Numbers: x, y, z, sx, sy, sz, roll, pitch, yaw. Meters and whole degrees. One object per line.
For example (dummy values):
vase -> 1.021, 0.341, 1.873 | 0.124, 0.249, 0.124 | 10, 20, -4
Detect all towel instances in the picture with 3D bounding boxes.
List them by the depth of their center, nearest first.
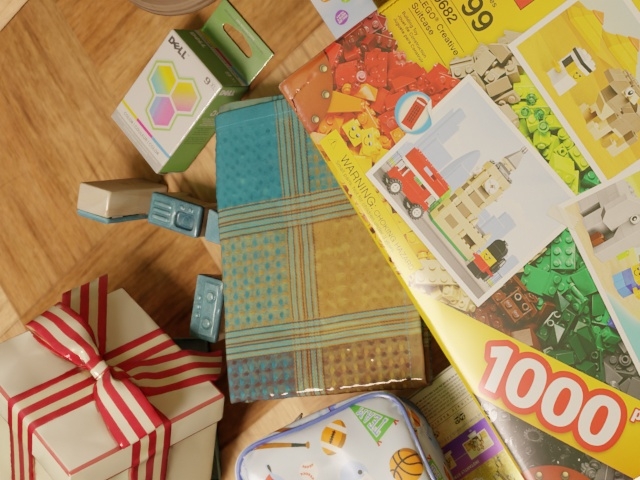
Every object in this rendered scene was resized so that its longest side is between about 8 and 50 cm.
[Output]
towel -> 0.000, 0.000, 1.908 | 0.271, 0.040, 0.370 | -7, 82, 25

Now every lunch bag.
lunch bag -> 0.041, 0.327, 1.806 | 0.243, 0.115, 0.303 | -25, 76, 9

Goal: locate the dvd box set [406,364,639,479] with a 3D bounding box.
dvd box set -> 0.263, 0.317, 1.805 | 0.307, 0.062, 0.420 | -41, 72, 28

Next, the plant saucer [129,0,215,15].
plant saucer -> -0.191, -0.425, 2.031 | 0.277, 0.041, 0.278 | 0, 90, 34

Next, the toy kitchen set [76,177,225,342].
toy kitchen set -> -0.202, 0.025, 2.040 | 0.207, 0.122, 0.166 | 16, 103, 31

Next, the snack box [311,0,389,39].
snack box -> 0.069, -0.262, 1.808 | 0.070, 0.174, 0.207 | -39, 72, 27

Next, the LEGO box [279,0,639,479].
LEGO box -> 0.260, -0.047, 1.537 | 0.372, 0.193, 0.500 | -35, 82, 21

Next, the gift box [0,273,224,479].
gift box -> -0.270, 0.215, 1.998 | 0.255, 0.276, 0.258 | 39, 142, 28

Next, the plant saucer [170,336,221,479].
plant saucer -> -0.163, 0.221, 2.096 | 0.067, 0.018, 0.192 | -4, 92, 33

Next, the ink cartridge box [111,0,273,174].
ink cartridge box -> -0.165, -0.196, 2.031 | 0.109, 0.062, 0.209 | 50, 117, 20
